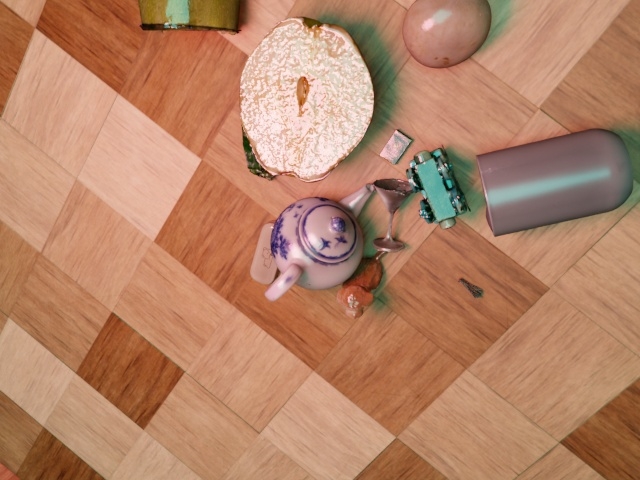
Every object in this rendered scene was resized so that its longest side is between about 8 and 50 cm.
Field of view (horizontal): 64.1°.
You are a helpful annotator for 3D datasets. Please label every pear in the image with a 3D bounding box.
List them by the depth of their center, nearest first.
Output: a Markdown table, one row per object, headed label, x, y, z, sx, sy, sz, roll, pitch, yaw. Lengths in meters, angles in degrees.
| label | x | y | z | sx | sy | sz | roll | pitch | yaw |
| --- | --- | --- | --- | --- | --- | --- | --- | --- | --- |
| pear | -0.025 | -0.353 | 1.310 | 0.340 | 0.191 | 0.386 | 16 | 109 | 7 |

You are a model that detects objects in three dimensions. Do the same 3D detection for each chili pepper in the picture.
| label | x | y | z | sx | sy | sz | roll | pitch | yaw |
| --- | --- | --- | --- | --- | --- | --- | --- | --- | --- |
| chili pepper | -0.176 | -0.271 | 1.440 | 0.108 | 0.062 | 0.216 | -7 | 102 | 58 |

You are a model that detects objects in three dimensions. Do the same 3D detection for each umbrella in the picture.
| label | x | y | z | sx | sy | sz | roll | pitch | yaw |
| --- | --- | --- | --- | --- | --- | --- | --- | --- | --- |
| umbrella | 0.417 | 0.132 | 1.412 | 0.083 | 0.020 | 0.031 | 40 | 111 | 8 |

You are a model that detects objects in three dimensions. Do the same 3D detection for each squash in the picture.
| label | x | y | z | sx | sy | sz | roll | pitch | yaw |
| --- | --- | --- | --- | --- | --- | --- | --- | --- | --- |
| squash | -0.325 | -0.711 | 1.261 | 0.263 | 0.263 | 0.384 | 7 | 108 | 14 |

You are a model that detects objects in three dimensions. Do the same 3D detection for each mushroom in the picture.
| label | x | y | z | sx | sy | sz | roll | pitch | yaw |
| --- | --- | --- | --- | --- | --- | --- | --- | --- | --- |
| mushroom | 0.288 | -0.517 | 1.194 | 0.204 | 0.204 | 0.204 | 4 | 106 | 15 |

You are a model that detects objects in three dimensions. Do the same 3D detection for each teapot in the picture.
| label | x | y | z | sx | sy | sz | roll | pitch | yaw |
| --- | --- | --- | --- | --- | --- | --- | --- | --- | --- |
| teapot | 0.000 | 0.000 | 1.346 | 0.252 | 0.424 | 0.280 | 44 | 154 | -3 |

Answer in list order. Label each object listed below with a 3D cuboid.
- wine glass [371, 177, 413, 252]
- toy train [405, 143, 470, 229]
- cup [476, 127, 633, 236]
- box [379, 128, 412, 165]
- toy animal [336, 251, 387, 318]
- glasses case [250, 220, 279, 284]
| label | x | y | z | sx | sy | sz | roll | pitch | yaw |
| --- | --- | --- | --- | --- | --- | --- | --- | --- | --- |
| wine glass | 0.189 | -0.067 | 1.376 | 0.122 | 0.122 | 0.183 | 11 | 113 | 13 |
| toy train | 0.297 | -0.135 | 1.293 | 0.112 | 0.163 | 0.203 | -20 | 97 | 21 |
| cup | 0.539 | -0.136 | 1.201 | 0.312 | 0.205 | 0.205 | -12 | 102 | 18 |
| box | 0.201 | -0.249 | 1.364 | 0.051 | 0.023 | 0.082 | 35 | 112 | 4 |
| toy animal | 0.120 | 0.111 | 1.402 | 0.104 | 0.185 | 0.184 | 37 | 112 | 5 |
| glasses case | -0.152 | 0.037 | 1.533 | 0.083 | 0.050 | 0.196 | 20 | 109 | 8 |
